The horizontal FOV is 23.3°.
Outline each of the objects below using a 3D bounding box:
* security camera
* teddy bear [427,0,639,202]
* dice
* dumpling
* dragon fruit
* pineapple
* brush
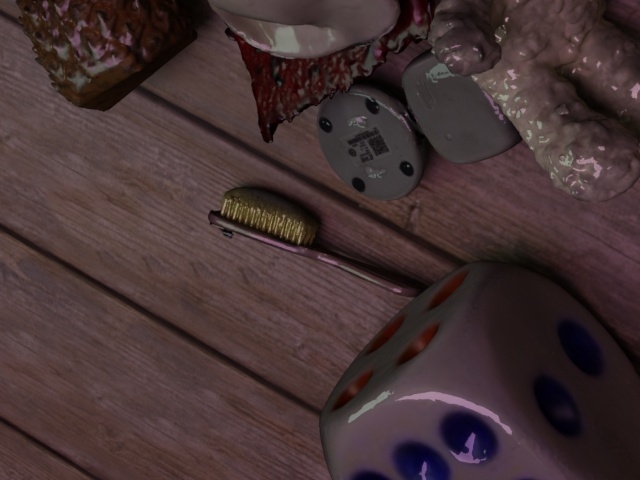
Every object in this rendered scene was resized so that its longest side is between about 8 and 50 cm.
[{"bbox_3d":[0.121,-0.147,1.874,0.301,0.080,0.157,-20,105,44],"label":"security camera"},{"bbox_3d":[0.242,-0.293,1.588,0.375,0.327,0.362,45,155,30],"label":"teddy bear"},{"bbox_3d":[0.201,0.222,1.849,0.304,0.304,0.277,47,125,-7],"label":"dice"},{"bbox_3d":[-0.067,-0.323,1.729,0.341,0.181,0.260,18,149,1],"label":"dumpling"},{"bbox_3d":[0.011,-0.302,1.828,0.343,0.100,0.282,-25,84,48],"label":"dragon fruit"},{"bbox_3d":[-0.317,-0.343,1.950,0.202,0.202,0.362,-38,85,36],"label":"pineapple"},{"bbox_3d":[0.000,-0.001,2.017,0.313,0.072,0.067,22,108,17],"label":"brush"}]
